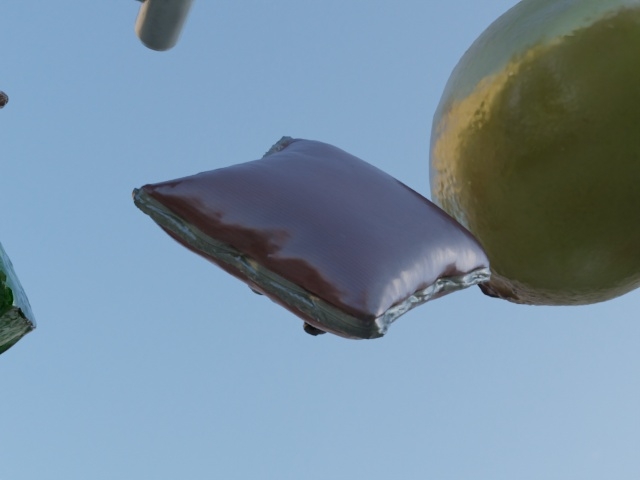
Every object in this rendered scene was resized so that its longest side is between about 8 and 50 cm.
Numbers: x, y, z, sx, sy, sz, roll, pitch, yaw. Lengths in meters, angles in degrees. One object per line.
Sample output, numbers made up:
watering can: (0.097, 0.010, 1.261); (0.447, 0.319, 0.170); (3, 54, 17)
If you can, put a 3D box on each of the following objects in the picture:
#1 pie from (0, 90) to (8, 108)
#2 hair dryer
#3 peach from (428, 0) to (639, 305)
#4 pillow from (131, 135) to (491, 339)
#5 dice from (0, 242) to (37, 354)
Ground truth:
pie: (-0.501, -0.210, 1.514); (0.191, 0.033, 0.088); (11, -20, 30)
hair dryer: (-0.290, -0.345, 1.471); (0.236, 0.073, 0.131); (15, -36, -16)
peach: (0.260, -0.091, 1.057); (0.316, 0.281, 0.314); (-38, -49, -5)
pillow: (0.000, 0.000, 0.652); (0.171, 0.179, 0.075); (31, -64, 21)
dice: (-0.354, 0.056, 1.033); (0.120, 0.131, 0.128); (64, -11, 9)
